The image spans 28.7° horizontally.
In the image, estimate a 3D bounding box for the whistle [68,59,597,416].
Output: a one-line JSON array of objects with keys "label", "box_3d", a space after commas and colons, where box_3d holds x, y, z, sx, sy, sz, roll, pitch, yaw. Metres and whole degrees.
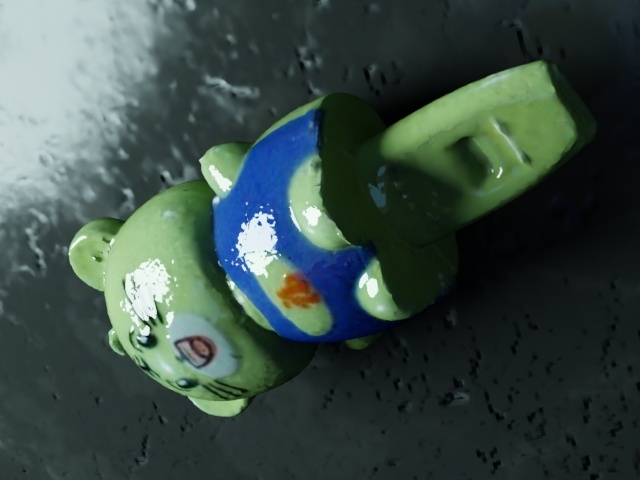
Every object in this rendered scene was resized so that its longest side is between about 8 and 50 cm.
[{"label": "whistle", "box_3d": [0.000, 0.000, 0.477, 0.227, 0.085, 0.105, -27, 112, 30]}]
